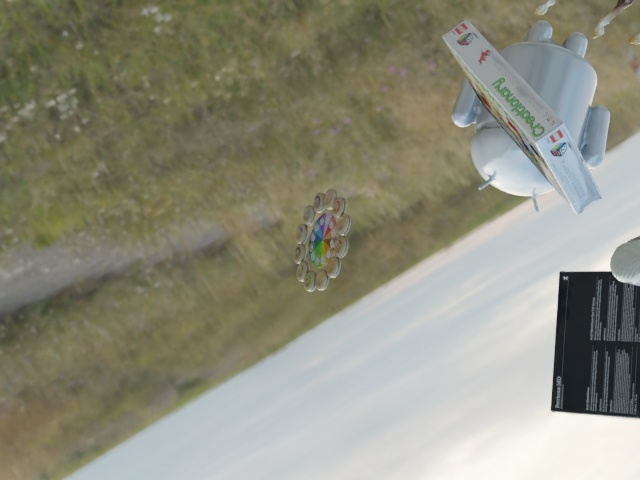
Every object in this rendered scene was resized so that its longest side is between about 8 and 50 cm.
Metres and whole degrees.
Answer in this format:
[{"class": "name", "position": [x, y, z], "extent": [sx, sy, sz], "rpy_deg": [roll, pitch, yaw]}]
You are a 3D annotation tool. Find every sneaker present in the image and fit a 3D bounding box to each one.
[{"class": "sneaker", "position": [0.534, 0.014, 1.624], "extent": [0.086, 0.085, 0.237], "rpy_deg": [-6, 171, -26]}]

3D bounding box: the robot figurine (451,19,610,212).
[{"class": "robot figurine", "position": [0.404, -0.234, 2.064], "extent": [0.200, 0.300, 0.353], "rpy_deg": [99, 10, -75]}]

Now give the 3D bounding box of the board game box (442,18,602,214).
[{"class": "board game box", "position": [0.309, -0.194, 1.678], "extent": [0.053, 0.305, 0.193], "rpy_deg": [-36, 135, 6]}]

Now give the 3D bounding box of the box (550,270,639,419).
[{"class": "box", "position": [0.526, 0.189, 1.965], "extent": [0.184, 0.261, 0.103], "rpy_deg": [-1, 169, 38]}]

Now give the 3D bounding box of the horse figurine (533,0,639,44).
[{"class": "horse figurine", "position": [0.323, -0.333, 1.284], "extent": [0.066, 0.263, 0.174], "rpy_deg": [-33, 145, -40]}]

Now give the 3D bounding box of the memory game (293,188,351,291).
[{"class": "memory game", "position": [0.000, 0.000, 1.906], "extent": [0.012, 0.186, 0.186], "rpy_deg": [13, 152, -28]}]
